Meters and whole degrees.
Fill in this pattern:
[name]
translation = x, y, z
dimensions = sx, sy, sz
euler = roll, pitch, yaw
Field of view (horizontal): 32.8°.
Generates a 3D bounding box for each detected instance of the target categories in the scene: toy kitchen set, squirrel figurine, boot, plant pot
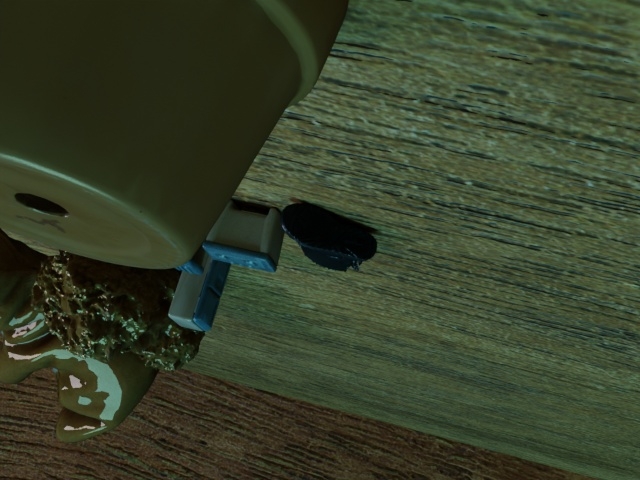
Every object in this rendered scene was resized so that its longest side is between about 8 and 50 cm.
[toy kitchen set]
translation = -0.113, 0.038, 1.320
dimensions = 0.166, 0.122, 0.207
euler = 12, 164, 17
[squirrel figurine]
translation = -0.380, 0.084, 1.621
dimensions = 0.397, 0.281, 0.370
euler = -16, 135, 39
[boot]
translation = 0.000, -0.001, 1.222
dimensions = 0.121, 0.045, 0.099
euler = 21, 167, -15
[plant pot]
translation = -0.146, -0.110, 0.707
dimensions = 0.290, 0.204, 0.291
euler = 15, 163, 5
